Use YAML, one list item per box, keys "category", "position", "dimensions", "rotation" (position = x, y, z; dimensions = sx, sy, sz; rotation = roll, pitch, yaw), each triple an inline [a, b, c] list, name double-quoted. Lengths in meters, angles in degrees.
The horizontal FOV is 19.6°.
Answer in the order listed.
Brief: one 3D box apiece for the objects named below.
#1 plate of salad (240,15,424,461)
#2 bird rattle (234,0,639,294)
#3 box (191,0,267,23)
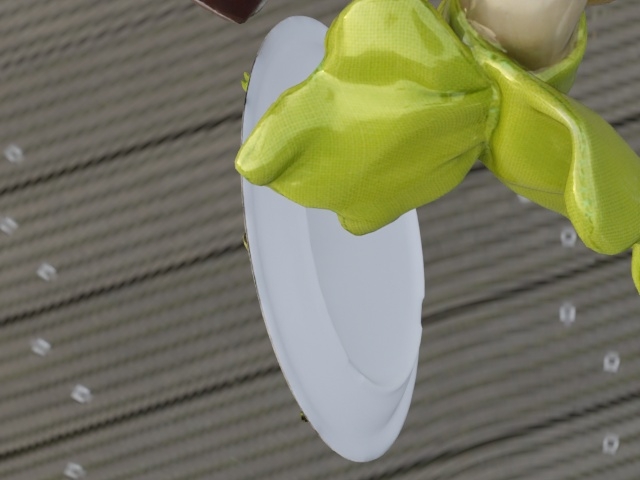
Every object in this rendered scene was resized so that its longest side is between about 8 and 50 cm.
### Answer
- category: "plate of salad"
  position: [0.000, 0.000, 0.826]
  dimensions: [0.048, 0.200, 0.199]
  rotation: [-9, 75, 21]
- category: "bird rattle"
  position: [0.071, -0.115, 0.561]
  dimensions: [0.143, 0.207, 0.253]
  rotation: [13, 111, 3]
- category: "box"
  position: [-0.084, -0.203, 0.567]
  dimensions: [0.203, 0.167, 0.168]
  rotation: [40, 100, 38]
